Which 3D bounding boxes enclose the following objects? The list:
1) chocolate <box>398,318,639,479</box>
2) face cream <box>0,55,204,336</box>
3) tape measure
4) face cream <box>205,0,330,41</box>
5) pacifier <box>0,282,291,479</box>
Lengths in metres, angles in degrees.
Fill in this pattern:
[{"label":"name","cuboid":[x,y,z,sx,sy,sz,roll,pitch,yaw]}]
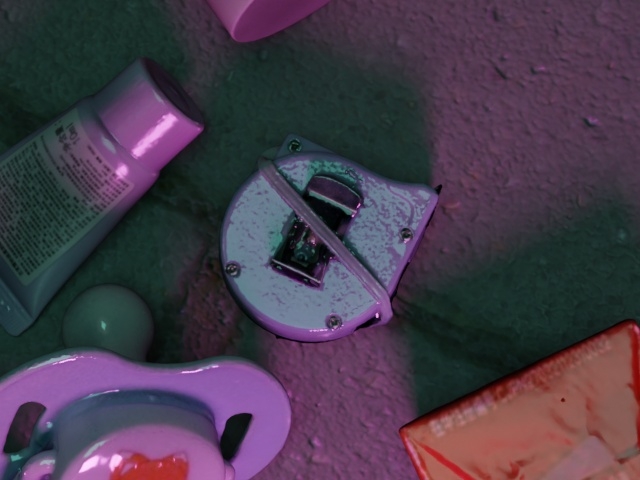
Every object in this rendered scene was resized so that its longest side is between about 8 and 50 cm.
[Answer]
[{"label":"chocolate","cuboid":[0.223,0.222,1.783,0.237,0.108,0.235,-27,84,2]},{"label":"face cream","cuboid":[-0.235,-0.050,1.849,0.274,0.096,0.154,-40,87,12]},{"label":"tape measure","cuboid":[-0.002,0.004,1.816,0.182,0.107,0.181,20,80,2]},{"label":"face cream","cuboid":[-0.042,-0.315,1.788,0.218,0.218,0.179,-35,83,0]},{"label":"pacifier","cuboid":[-0.184,0.144,1.788,0.299,0.244,0.233,7,48,-24]}]
